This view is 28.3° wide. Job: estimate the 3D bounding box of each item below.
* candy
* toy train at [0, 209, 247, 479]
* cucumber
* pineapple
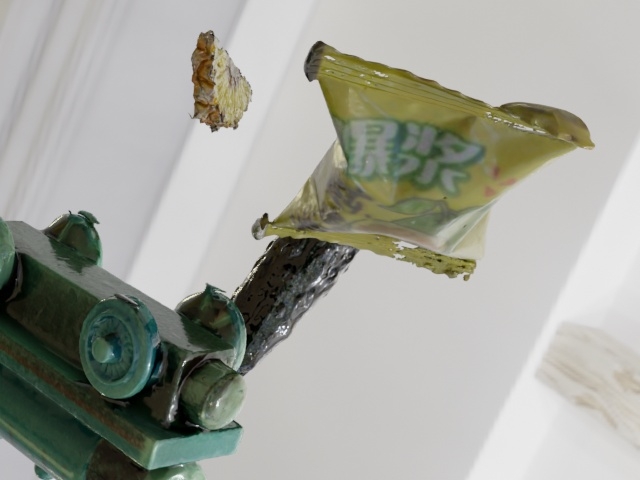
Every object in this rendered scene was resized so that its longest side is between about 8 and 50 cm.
[{"bbox_3d":[0.057,-0.042,0.871,0.297,0.187,0.081,122,-21,-69],"label":"candy"},{"bbox_3d":[-0.183,0.095,0.934,0.298,0.120,0.194,27,-75,35],"label":"toy train"},{"bbox_3d":[0.000,0.000,1.149,0.072,0.081,0.303,38,-91,5],"label":"cucumber"},{"bbox_3d":[-0.061,-0.088,0.758,0.019,0.083,0.045,5,-105,14],"label":"pineapple"}]
